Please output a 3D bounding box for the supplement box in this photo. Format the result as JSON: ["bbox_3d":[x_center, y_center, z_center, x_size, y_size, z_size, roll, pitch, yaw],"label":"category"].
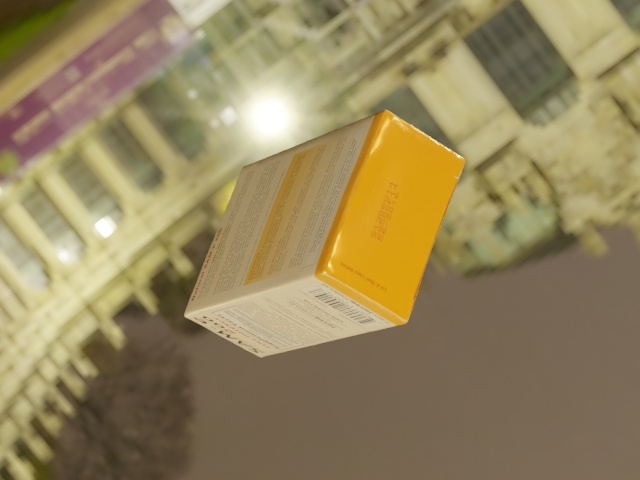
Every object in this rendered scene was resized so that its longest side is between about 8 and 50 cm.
[{"bbox_3d":[0.000,0.000,0.661,0.098,0.036,0.062,-17,-132,58],"label":"supplement box"}]
